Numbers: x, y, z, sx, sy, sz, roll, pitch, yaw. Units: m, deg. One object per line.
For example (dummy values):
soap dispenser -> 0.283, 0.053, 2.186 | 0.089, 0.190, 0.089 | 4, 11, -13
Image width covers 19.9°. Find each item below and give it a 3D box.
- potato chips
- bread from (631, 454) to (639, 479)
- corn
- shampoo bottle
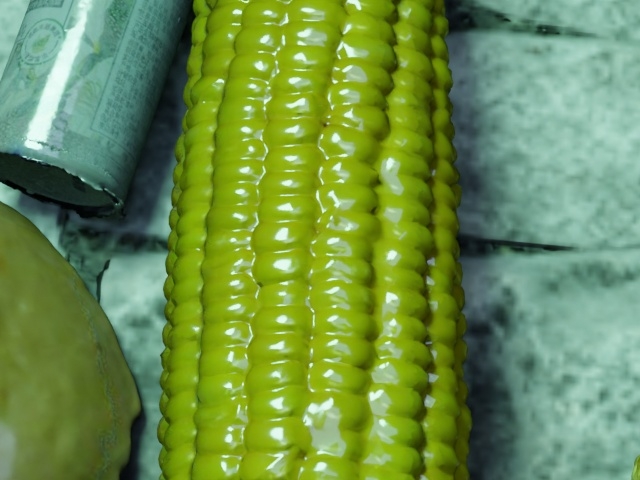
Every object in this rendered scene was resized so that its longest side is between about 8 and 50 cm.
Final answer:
potato chips -> -0.163, 0.048, 0.731 | 0.150, 0.049, 0.201 | -33, 76, -9
bread -> 0.178, 0.159, 0.652 | 0.143, 0.139, 0.229 | -5, 70, 7
corn -> 0.000, 0.000, 0.710 | 0.120, 0.120, 0.363 | 3, 71, 1
shampoo bottle -> -0.083, -0.118, 0.776 | 0.072, 0.072, 0.214 | 15, 72, 5
